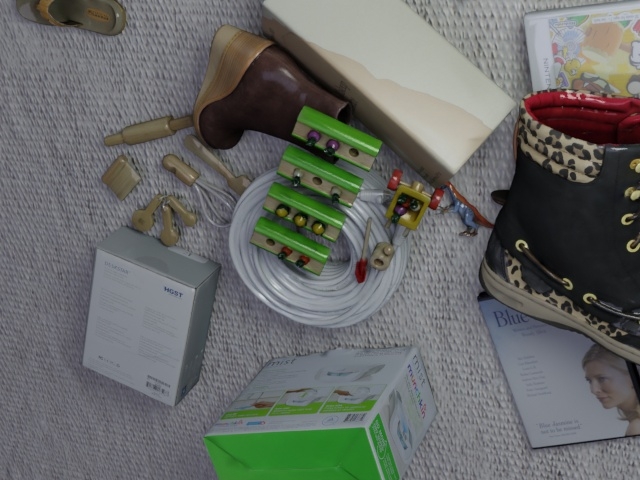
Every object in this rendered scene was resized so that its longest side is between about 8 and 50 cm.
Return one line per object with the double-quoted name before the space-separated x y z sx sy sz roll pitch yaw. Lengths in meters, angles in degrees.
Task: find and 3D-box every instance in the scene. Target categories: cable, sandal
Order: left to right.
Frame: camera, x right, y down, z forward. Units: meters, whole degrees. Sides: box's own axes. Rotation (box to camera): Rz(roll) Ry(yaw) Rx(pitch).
"sandal" -0.369 -0.336 1.538 0.180 0.049 0.072 17 118 16
"cable" 0.000 0.000 1.497 0.257 0.089 0.257 19 123 11

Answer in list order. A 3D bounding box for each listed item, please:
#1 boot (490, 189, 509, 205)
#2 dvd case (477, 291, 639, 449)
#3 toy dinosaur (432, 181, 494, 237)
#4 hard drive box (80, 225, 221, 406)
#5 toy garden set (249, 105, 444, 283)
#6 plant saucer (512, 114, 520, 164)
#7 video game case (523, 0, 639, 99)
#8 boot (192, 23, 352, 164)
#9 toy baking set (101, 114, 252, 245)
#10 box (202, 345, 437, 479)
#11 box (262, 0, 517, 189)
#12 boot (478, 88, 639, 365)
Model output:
"boot" 0.268 -0.004 1.418 0.106 0.037 0.114 20 124 17
"dvd case" 0.341 0.169 1.469 0.180 0.022 0.253 -14 106 29
"toy dinosaur" 0.192 -0.047 1.440 0.090 0.047 0.082 -14 100 -6
"hard drive box" -0.272 0.121 1.679 0.181 0.089 0.232 22 120 13
"toy garden set" 0.027 -0.029 1.362 0.203 0.049 0.244 25 133 1
"plant saucer" 0.343 -0.121 1.327 0.199 0.037 0.200 10 117 20
"video game case" 0.364 -0.179 1.250 0.226 0.026 0.206 -1 112 26
"boot" -0.066 -0.155 1.413 0.207 0.090 0.248 36 151 12
"toy baking set" -0.212 -0.095 1.593 0.256 0.030 0.197 -15 109 28
"box" 0.004 0.264 1.538 0.261 0.231 0.127 -9 108 27
"box" 0.079 -0.216 1.317 0.311 0.148 0.121 42 84 3
"boot" 0.377 -0.008 1.239 0.377 0.138 0.284 21 133 24
